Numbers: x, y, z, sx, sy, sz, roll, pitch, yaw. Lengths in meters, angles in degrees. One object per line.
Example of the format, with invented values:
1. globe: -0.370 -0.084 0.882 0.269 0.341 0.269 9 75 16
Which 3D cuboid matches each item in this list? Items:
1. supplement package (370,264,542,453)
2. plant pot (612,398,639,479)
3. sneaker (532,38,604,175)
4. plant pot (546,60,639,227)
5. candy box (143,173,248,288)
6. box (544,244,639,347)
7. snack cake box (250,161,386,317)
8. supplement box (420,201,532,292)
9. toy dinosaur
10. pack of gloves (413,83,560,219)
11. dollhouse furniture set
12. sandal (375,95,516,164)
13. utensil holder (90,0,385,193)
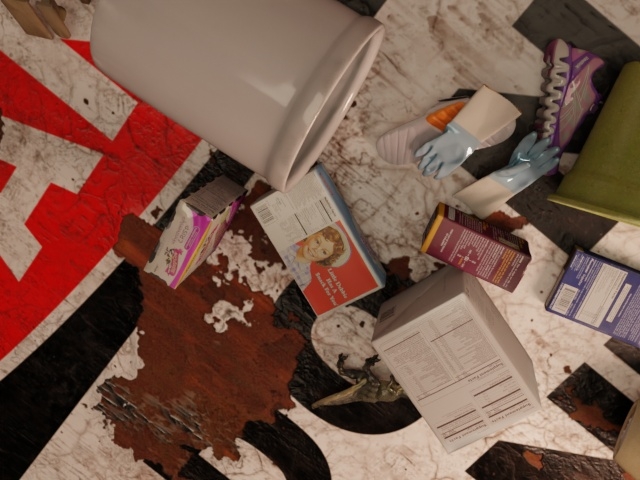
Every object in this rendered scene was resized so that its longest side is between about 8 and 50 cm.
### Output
1. supplement package: 0.256 0.212 1.350 0.198 0.199 0.262 -32 98 18
2. plant pot: 0.701 0.412 1.320 0.274 0.256 0.256 23 110 20
3. sneaker: 0.434 -0.227 1.245 0.105 0.095 0.236 6 107 1
4. plant pot: 0.549 -0.148 1.174 0.276 0.276 0.253 17 97 5
5. candy box: -0.230 -0.024 1.355 0.071 0.233 0.159 32 110 1
6. box: 0.558 0.113 1.349 0.225 0.036 0.136 23 110 5
7. snack cake box: 0.000 0.000 1.395 0.152 0.089 0.264 -28 100 15
8. supplement box: 0.289 0.011 1.334 0.188 0.104 0.080 25 110 3
9. toy dinosaur: 0.090 0.293 1.484 0.268 0.064 0.118 -12 111 17
10. pack of gloves: 0.285 -0.136 1.252 0.195 0.046 0.232 33 139 -11
11. dollhouse furniture set: -0.501 -0.481 1.379 0.144 0.123 0.151 14 74 6
12. sandal: 0.222 -0.212 1.297 0.265 0.076 0.102 -10 128 34
13. utensil holder: -0.136 -0.318 1.205 0.386 0.327 0.327 33 110 3
